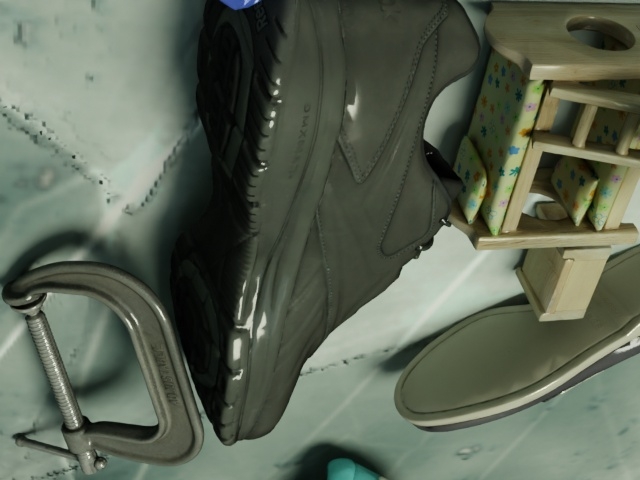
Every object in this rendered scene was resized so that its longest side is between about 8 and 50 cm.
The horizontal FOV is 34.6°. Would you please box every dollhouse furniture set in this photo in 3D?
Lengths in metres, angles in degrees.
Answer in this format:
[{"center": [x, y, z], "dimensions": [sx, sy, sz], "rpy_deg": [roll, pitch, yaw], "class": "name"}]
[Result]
[{"center": [0.123, 0.004, 0.497], "dimensions": [0.101, 0.161, 0.182], "rpy_deg": [-2, 131, -14], "class": "dollhouse furniture set"}]

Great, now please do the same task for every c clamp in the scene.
[{"center": [-0.129, 0.074, 0.557], "dimensions": [0.137, 0.022, 0.161], "rpy_deg": [10, 127, 20], "class": "c clamp"}]

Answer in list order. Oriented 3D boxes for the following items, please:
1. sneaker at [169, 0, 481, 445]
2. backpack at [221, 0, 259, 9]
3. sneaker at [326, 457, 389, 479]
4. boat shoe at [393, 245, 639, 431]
[{"center": [0.000, 0.000, 0.505], "dimensions": [0.130, 0.109, 0.286], "rpy_deg": [-6, 138, -23], "class": "sneaker"}, {"center": [-0.028, -0.154, 0.358], "dimensions": [0.120, 0.098, 0.101], "rpy_deg": [-47, 137, 10], "class": "backpack"}, {"center": [-0.047, 0.245, 0.737], "dimensions": [0.275, 0.107, 0.110], "rpy_deg": [-39, 107, 19], "class": "sneaker"}, {"center": [0.147, 0.073, 0.628], "dimensions": [0.206, 0.075, 0.065], "rpy_deg": [-26, 130, 3], "class": "boat shoe"}]
